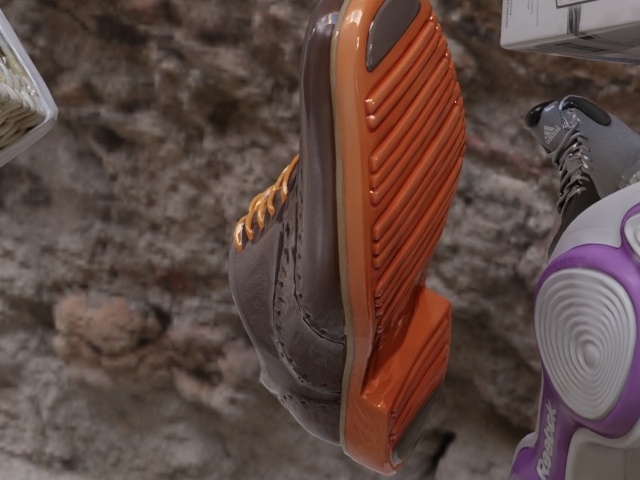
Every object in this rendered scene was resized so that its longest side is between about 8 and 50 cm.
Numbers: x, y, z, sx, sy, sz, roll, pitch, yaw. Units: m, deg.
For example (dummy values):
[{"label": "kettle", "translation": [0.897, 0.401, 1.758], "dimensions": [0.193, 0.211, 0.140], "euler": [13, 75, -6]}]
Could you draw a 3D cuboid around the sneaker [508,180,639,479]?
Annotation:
[{"label": "sneaker", "translation": [0.182, 0.075, 0.641], "dimensions": [0.152, 0.305, 0.114], "euler": [-9, 48, -12]}]

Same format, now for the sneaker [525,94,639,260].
[{"label": "sneaker", "translation": [0.231, -0.063, 1.201], "dimensions": [0.132, 0.086, 0.229], "euler": [44, 40, 3]}]

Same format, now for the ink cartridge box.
[{"label": "ink cartridge box", "translation": [0.260, -0.192, 1.008], "dimensions": [0.148, 0.085, 0.203], "euler": [3, 0, -27]}]

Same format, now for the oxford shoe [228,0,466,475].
[{"label": "oxford shoe", "translation": [0.000, 0.000, 0.747], "dimensions": [0.133, 0.363, 0.130], "euler": [21, 48, 21]}]

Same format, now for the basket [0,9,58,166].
[{"label": "basket", "translation": [-0.255, -0.078, 0.727], "dimensions": [0.167, 0.103, 0.113], "euler": [-32, 78, 3]}]
